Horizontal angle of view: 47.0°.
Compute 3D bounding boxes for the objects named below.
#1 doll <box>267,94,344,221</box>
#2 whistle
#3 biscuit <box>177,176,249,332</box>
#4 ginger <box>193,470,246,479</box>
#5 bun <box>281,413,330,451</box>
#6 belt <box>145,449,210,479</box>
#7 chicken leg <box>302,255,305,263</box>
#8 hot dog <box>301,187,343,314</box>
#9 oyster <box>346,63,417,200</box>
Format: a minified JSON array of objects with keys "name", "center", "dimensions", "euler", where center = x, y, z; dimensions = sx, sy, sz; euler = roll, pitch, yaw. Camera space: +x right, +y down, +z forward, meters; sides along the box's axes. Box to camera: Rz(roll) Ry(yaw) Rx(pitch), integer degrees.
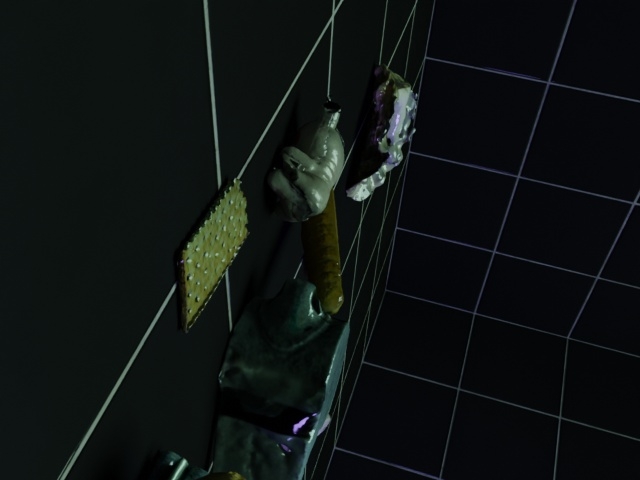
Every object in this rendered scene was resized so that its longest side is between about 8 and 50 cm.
[{"name":"doll","center":[-0.016,-0.117,1.177],"dimensions":[0.149,0.095,0.192],"euler":[84,25,-57]},{"name":"whistle","center":[-0.074,0.269,1.183],"dimensions":[0.188,0.168,0.404],"euler":[71,34,-73]},{"name":"biscuit","center":[-0.132,0.005,0.928],"dimensions":[0.203,0.016,0.144],"euler":[-64,165,-46]},{"name":"ginger","center":[-0.197,0.428,0.835],"dimensions":[0.363,0.122,0.348],"euler":[-62,174,-20]},{"name":"bun","center":[-0.050,0.444,1.802],"dimensions":[0.138,0.094,0.138],"euler":[-32,158,-15]},{"name":"belt","center":[-0.180,0.373,1.006],"dimensions":[0.072,0.087,0.302],"euler":[-55,160,-31]},{"name":"chicken leg","center":[0.002,0.045,1.640],"dimensions":[0.205,0.053,0.093],"euler":[-66,145,-73]},{"name":"hot dog","center":[0.000,-0.001,1.308],"dimensions":[0.083,0.068,0.288],"euler":[96,-7,-56]},{"name":"oyster","center":[0.157,-0.277,1.886],"dimensions":[0.238,0.115,0.351],"euler":[-44,144,-55]}]
